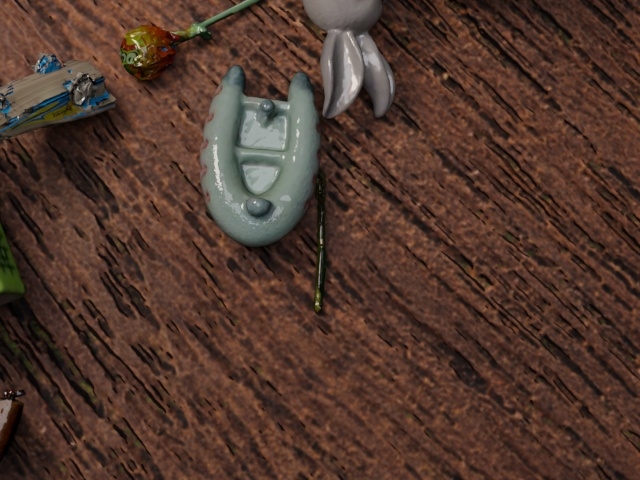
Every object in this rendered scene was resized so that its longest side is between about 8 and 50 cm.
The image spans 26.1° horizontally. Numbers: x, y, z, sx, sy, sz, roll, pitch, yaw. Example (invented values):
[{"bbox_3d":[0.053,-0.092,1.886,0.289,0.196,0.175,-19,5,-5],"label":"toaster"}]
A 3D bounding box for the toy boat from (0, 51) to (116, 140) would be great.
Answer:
[{"bbox_3d":[-0.314,-0.143,1.473,0.084,0.066,0.210,31,40,25],"label":"toy boat"}]

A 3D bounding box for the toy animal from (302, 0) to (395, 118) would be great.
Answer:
[{"bbox_3d":[0.037,-0.252,1.544,0.104,0.131,0.221,-14,79,-50],"label":"toy animal"}]

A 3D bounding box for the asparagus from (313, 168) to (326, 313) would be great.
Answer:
[{"bbox_3d":[0.000,0.000,1.546,0.016,0.013,0.166,5,79,-15],"label":"asparagus"}]

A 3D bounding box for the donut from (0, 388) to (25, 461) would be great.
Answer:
[{"bbox_3d":[-0.424,0.204,1.434,0.217,0.085,0.141,13,78,-1],"label":"donut"}]

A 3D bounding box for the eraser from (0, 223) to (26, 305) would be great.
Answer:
[{"bbox_3d":[-0.451,-0.031,1.449,0.210,0.092,0.274,-23,81,12],"label":"eraser"}]

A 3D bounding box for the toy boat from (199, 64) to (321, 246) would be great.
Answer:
[{"bbox_3d":[-0.066,-0.096,1.528,0.134,0.079,0.208,9,77,-6],"label":"toy boat"}]

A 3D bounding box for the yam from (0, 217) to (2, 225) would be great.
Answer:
[{"bbox_3d":[-0.383,-0.058,1.504,0.057,0.057,0.241,-11,81,-7],"label":"yam"}]

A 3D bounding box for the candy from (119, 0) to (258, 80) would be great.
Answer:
[{"bbox_3d":[-0.138,-0.244,1.571,0.201,0.060,0.060,-29,83,-17],"label":"candy"}]
